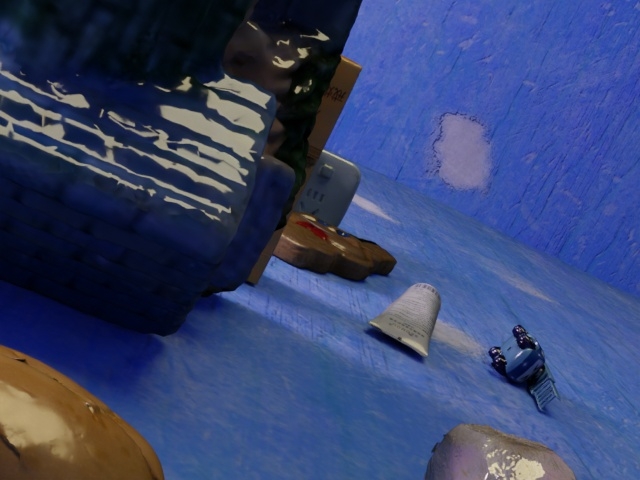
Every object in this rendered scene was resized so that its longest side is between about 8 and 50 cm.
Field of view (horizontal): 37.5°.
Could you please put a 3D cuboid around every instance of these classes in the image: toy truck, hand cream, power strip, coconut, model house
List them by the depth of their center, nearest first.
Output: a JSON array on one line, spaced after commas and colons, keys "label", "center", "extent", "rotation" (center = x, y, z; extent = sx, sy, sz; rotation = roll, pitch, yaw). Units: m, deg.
[{"label": "coconut", "center": [0.120, 0.181, 0.629], "extent": [0.110, 0.110, 0.124], "rotation": [24, 4, -12]}, {"label": "model house", "center": [-0.154, -0.164, 0.734], "extent": [0.395, 0.445, 0.400], "rotation": [27, 9, -7]}, {"label": "toy truck", "center": [0.259, 0.162, 1.186], "extent": [0.074, 0.063, 0.136], "rotation": [45, 13, -4]}, {"label": "hand cream", "center": [0.117, 0.097, 1.200], "extent": [0.080, 0.050, 0.234], "rotation": [29, 15, 9]}, {"label": "power strip", "center": [-0.057, -0.146, 1.536], "extent": [0.265, 0.193, 0.059], "rotation": [24, 8, -7]}]

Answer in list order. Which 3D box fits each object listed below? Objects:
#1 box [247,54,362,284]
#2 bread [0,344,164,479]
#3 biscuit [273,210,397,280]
[{"label": "box", "center": [-0.094, -0.109, 1.047], "extent": [0.174, 0.274, 0.076], "rotation": [23, 12, -14]}, {"label": "bread", "center": [-0.161, 0.093, 0.471], "extent": [0.189, 0.077, 0.114], "rotation": [28, 15, -6]}, {"label": "biscuit", "center": [0.008, 0.003, 1.387], "extent": [0.320, 0.047, 0.183], "rotation": [17, 17, -47]}]
